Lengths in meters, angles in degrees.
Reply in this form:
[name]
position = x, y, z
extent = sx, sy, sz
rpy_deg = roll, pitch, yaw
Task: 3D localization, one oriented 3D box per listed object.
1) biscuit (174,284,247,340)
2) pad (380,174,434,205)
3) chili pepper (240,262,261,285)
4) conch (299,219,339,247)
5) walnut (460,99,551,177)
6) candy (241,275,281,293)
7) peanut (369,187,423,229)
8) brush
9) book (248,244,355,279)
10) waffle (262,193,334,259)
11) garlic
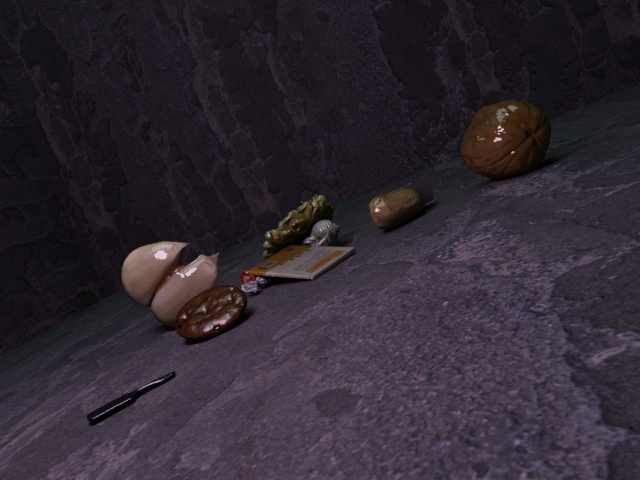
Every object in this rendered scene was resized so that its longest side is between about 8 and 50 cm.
[biscuit]
position = -0.297, 0.189, 1.471
extent = 0.212, 0.036, 0.212
rpy_deg = -15, 31, 9
[pad]
position = 0.311, -0.148, 1.995
extent = 0.231, 0.004, 0.156
rpy_deg = -23, -37, -3
[chili pepper]
position = -0.228, 0.123, 1.874
extent = 0.071, 0.073, 0.123
rpy_deg = -65, -14, 23
[conch]
position = 0.006, 0.002, 1.898
extent = 0.153, 0.102, 0.135
rpy_deg = -54, 16, 12
[walnut]
position = 0.637, -0.352, 1.901
extent = 0.251, 0.277, 0.313
rpy_deg = 15, 4, -16
[candy]
position = -0.155, 0.115, 1.777
extent = 0.226, 0.051, 0.094
rpy_deg = -28, 12, -33
[peanut]
position = 0.266, -0.116, 1.886
extent = 0.253, 0.122, 0.137
rpy_deg = -24, -2, -29
[brush]
position = -0.394, 0.326, 1.148
extent = 0.193, 0.016, 0.063
rpy_deg = -27, 9, -26
[book]
position = -0.063, 0.065, 1.738
extent = 0.295, 0.020, 0.207
rpy_deg = 1, 24, 43
[waffle]
position = -0.074, -0.022, 1.975
extent = 0.317, 0.073, 0.297
rpy_deg = -37, -26, -18
[garlic]
position = -0.474, 0.138, 1.736
extent = 0.249, 0.286, 0.313
rpy_deg = -20, -12, -41
